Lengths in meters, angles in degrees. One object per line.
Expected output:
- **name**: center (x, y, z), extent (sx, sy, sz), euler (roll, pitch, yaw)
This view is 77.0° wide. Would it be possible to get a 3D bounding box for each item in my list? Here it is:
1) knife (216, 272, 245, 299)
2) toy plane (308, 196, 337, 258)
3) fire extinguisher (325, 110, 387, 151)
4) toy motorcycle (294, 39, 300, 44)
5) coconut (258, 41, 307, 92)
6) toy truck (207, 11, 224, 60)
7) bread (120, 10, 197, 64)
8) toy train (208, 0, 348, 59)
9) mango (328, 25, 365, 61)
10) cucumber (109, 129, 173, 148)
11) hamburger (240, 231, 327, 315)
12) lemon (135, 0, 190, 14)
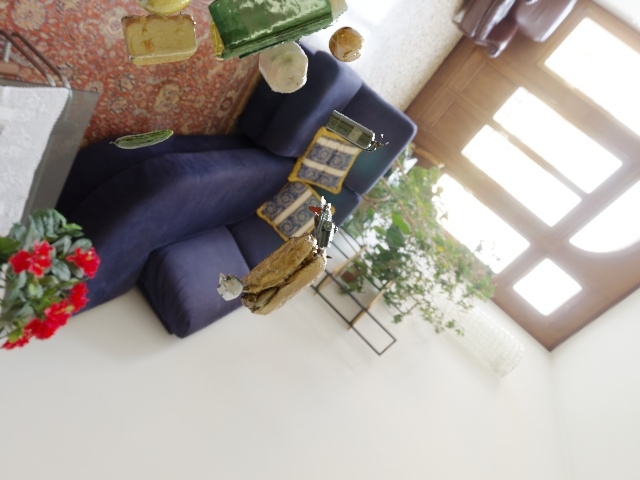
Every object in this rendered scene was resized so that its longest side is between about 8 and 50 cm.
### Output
- **knife**: center (-0.253, 0.128, 1.102), extent (0.040, 0.073, 0.265), euler (-49, -176, -20)
- **toy plane**: center (0.007, 0.000, 1.586), extent (0.223, 0.105, 0.326), euler (27, 62, -74)
- **fire extinguisher**: center (0.171, -0.499, 1.890), extent (0.118, 0.295, 0.093), euler (-58, -172, 36)
- **toy motorcycle**: center (-0.142, -0.709, 1.582), extent (0.221, 0.102, 0.150), euler (116, -21, -49)
- **coconut**: center (-0.087, -0.400, 0.915), extent (0.110, 0.124, 0.110), euler (-18, 147, -12)
- **toy truck**: center (-0.408, -0.875, 1.693), extent (0.114, 0.226, 0.098), euler (-7, 175, -38)
- **bread**: center (-0.455, -0.565, 1.132), extent (0.185, 0.275, 0.114), euler (-16, 115, -18)
- **toy train**: center (-0.091, -0.461, 0.718), extent (0.266, 0.201, 0.145), euler (-7, -145, 23)
- **mango**: center (0.099, -0.767, 1.571), extent (0.227, 0.147, 0.109), euler (-28, 130, -75)
- **cucumber**: center (-0.494, -0.280, 1.119), extent (0.168, 0.039, 0.039), euler (-21, 159, -25)
- **hamburger**: center (-0.112, 0.104, 1.197), extent (0.283, 0.144, 0.259), euler (-35, -169, -11)
- **lemon**: center (-0.534, -0.911, 1.377), extent (0.219, 0.240, 0.240), euler (-31, 163, -33)
